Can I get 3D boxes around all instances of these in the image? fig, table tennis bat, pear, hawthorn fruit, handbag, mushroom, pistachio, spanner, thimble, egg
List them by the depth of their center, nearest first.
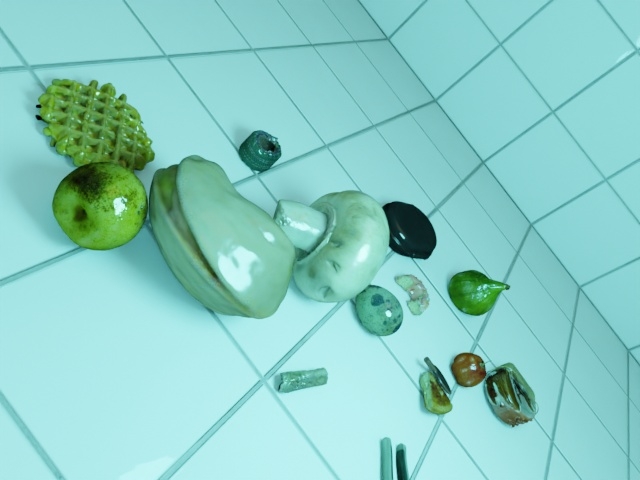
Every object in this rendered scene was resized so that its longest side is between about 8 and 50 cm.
[{"bbox_3d":[-0.478,-0.078,1.168,0.197,0.197,0.197,28,42,-29],"label":"pear"},{"bbox_3d":[-0.238,-0.004,1.292,0.446,0.281,0.365,57,13,-8],"label":"pistachio"},{"bbox_3d":[0.202,0.688,1.384,0.095,0.040,0.325,31,39,-25],"label":"spanner"},{"bbox_3d":[0.022,0.010,1.568,0.353,0.353,0.325,58,-7,9],"label":"mushroom"},{"bbox_3d":[0.185,0.222,1.687,0.141,0.141,0.182,-11,60,-51],"label":"egg"},{"bbox_3d":[-0.198,-0.299,1.752,0.135,0.090,0.119,0,62,-50],"label":"thimble"},{"bbox_3d":[0.439,0.427,1.766,0.170,0.119,0.108,51,12,-26],"label":"table tennis bat"},{"bbox_3d":[0.532,0.460,1.877,0.125,0.140,0.125,4,69,-10],"label":"hawthorn fruit"},{"bbox_3d":[0.359,-0.042,2.138,0.307,0.093,0.254,8,54,-44],"label":"handbag"},{"bbox_3d":[0.655,0.193,2.142,0.203,0.235,0.203,24,48,-30],"label":"fig"}]

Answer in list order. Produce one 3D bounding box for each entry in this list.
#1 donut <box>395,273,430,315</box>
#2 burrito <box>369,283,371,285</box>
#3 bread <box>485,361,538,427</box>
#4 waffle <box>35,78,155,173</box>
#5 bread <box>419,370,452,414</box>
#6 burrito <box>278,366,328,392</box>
[{"bbox_3d":[0.357,0.195,1.957,0.117,0.065,0.166,-5,65,-49],"label":"donut"},{"bbox_3d":[0.105,0.093,1.785,0.188,0.045,0.058,44,29,-8],"label":"burrito"},{"bbox_3d":[0.717,0.576,1.958,0.224,0.142,0.212,54,32,1],"label":"bread"},{"bbox_3d":[-0.569,-0.292,1.365,0.329,0.062,0.329,29,41,-28],"label":"waffle"},{"bbox_3d":[0.382,0.518,1.712,0.136,0.054,0.154,39,31,-22],"label":"bread"},{"bbox_3d":[-0.045,0.367,1.384,0.171,0.042,0.051,5,86,-40],"label":"burrito"}]
